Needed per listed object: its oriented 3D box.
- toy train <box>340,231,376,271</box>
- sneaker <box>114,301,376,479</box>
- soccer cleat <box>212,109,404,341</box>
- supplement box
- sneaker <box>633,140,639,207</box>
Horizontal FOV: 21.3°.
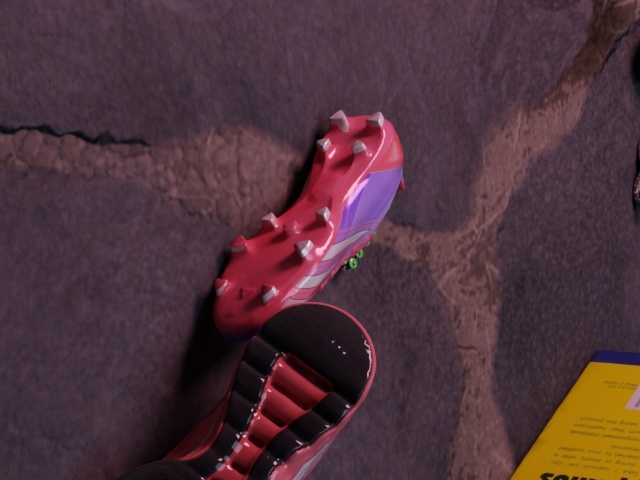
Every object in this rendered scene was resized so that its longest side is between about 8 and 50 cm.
[{"bbox_3d":[0.034,-0.009,1.445,0.024,0.017,0.083,49,55,-29],"label":"toy train"},{"bbox_3d":[-0.070,0.192,1.257,0.314,0.116,0.136,-46,166,-21],"label":"sneaker"},{"bbox_3d":[0.000,0.000,1.358,0.248,0.083,0.095,-58,138,-34],"label":"soccer cleat"},{"bbox_3d":[0.303,0.294,1.656,0.356,0.195,0.194,-48,127,-39],"label":"supplement box"},{"bbox_3d":[0.359,-0.071,1.830,0.035,0.031,0.083,14,82,-51],"label":"sneaker"}]
